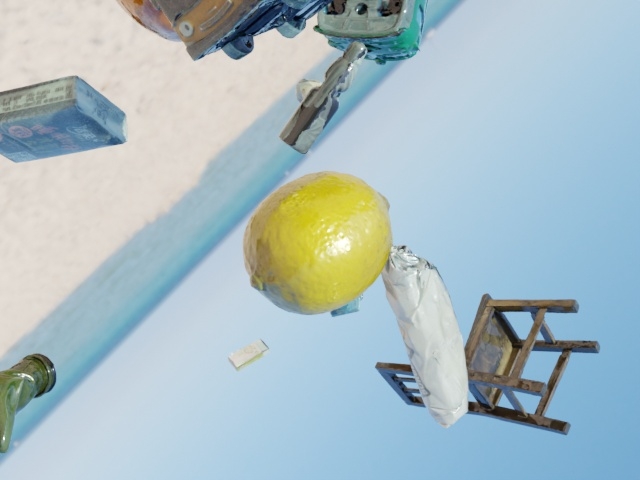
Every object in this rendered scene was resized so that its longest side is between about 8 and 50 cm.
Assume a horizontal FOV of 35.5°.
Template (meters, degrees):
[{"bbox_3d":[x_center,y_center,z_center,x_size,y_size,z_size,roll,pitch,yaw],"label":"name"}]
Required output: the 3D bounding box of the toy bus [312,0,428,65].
[{"bbox_3d":[0.114,-0.494,1.829,0.199,0.183,0.344,35,65,-68],"label":"toy bus"}]

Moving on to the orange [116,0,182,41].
[{"bbox_3d":[-0.262,-0.497,1.801,0.226,0.284,0.284,-16,-160,33],"label":"orange"}]

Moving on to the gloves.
[{"bbox_3d":[-0.503,0.259,1.538,0.135,0.107,0.268,-43,-169,26],"label":"gloves"}]

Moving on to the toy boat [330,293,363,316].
[{"bbox_3d":[0.056,0.089,2.285,0.088,0.102,0.215,-13,-123,13],"label":"toy boat"}]

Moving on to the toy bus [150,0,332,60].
[{"bbox_3d":[-0.086,-0.378,1.368,0.162,0.194,0.323,-31,-176,36],"label":"toy bus"}]

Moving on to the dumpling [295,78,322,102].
[{"bbox_3d":[-0.019,-0.293,1.994,0.059,0.043,0.077,-33,165,26],"label":"dumpling"}]

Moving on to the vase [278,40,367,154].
[{"bbox_3d":[0.011,-0.246,1.694,0.211,0.060,0.060,-54,-178,10],"label":"vase"}]

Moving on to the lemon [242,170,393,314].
[{"bbox_3d":[0.000,0.000,1.778,0.320,0.245,0.245,-33,177,-32],"label":"lemon"}]

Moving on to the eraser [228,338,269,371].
[{"bbox_3d":[-0.151,0.242,2.115,0.083,0.038,0.019,-27,139,-24],"label":"eraser"}]

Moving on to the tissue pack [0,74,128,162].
[{"bbox_3d":[-0.644,-0.274,2.342,0.315,0.103,0.228,-8,161,17],"label":"tissue pack"}]

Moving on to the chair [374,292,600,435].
[{"bbox_3d":[0.373,0.259,2.248,0.416,0.203,0.241,5,-123,39],"label":"chair"}]

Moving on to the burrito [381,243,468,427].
[{"bbox_3d":[0.209,0.164,1.965,0.101,0.446,0.139,3,-145,38],"label":"burrito"}]
